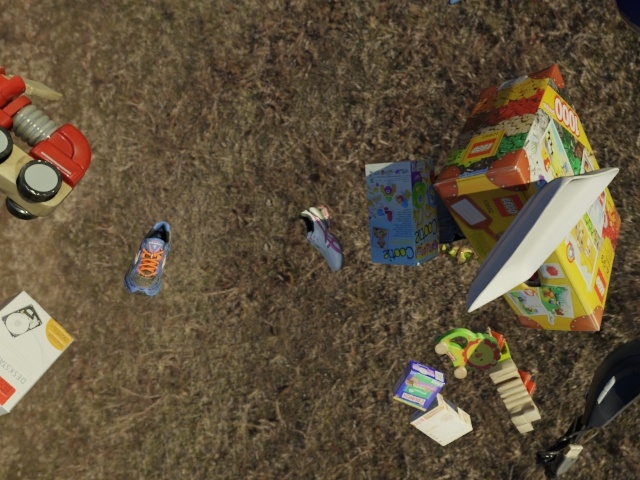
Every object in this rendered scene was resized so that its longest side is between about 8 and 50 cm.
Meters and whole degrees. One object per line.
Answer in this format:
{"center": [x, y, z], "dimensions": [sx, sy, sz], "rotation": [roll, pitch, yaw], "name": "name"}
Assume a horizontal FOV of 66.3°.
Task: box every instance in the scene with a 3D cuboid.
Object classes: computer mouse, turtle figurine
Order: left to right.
{"center": [0.517, 0.048, 1.779], "dimensions": [0.217, 0.269, 0.087], "rotation": [12, 85, 31], "name": "turtle figurine"}
{"center": [0.392, 0.231, 0.697], "dimensions": [0.060, 0.184, 0.262], "rotation": [44, 136, 28], "name": "computer mouse"}

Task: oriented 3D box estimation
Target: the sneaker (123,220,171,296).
{"center": [-0.385, 0.037, 1.104], "dimensions": [0.221, 0.083, 0.087], "rotation": [-98, 27, -49], "name": "sneaker"}

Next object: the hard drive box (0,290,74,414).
{"center": [-0.747, 0.268, 1.172], "dimensions": [0.089, 0.232, 0.181], "rotation": [-22, 116, 28], "name": "hard drive box"}

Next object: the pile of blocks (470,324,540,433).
{"center": [0.627, 0.436, 1.615], "dimensions": [0.112, 0.149, 0.362], "rotation": [-28, 79, 20], "name": "pile of blocks"}

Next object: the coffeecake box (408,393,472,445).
{"center": [0.445, 0.666, 1.826], "dimensions": [0.142, 0.185, 0.068], "rotation": [-42, 21, 25], "name": "coffeecake box"}

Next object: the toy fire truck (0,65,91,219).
{"center": [-0.466, -0.182, 0.789], "dimensions": [0.158, 0.217, 0.246], "rotation": [-24, 32, 47], "name": "toy fire truck"}

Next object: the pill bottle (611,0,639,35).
{"center": [0.197, -0.209, 0.232], "dimensions": [0.153, 0.264, 0.153], "rotation": [-6, 81, 40], "name": "pill bottle"}

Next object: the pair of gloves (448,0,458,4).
{"center": [0.277, -0.568, 0.948], "dimensions": [0.023, 0.159, 0.198], "rotation": [-102, 1, -55], "name": "pair of gloves"}

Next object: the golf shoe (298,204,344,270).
{"center": [0.000, 0.000, 1.310], "dimensions": [0.067, 0.085, 0.186], "rotation": [-39, 72, 56], "name": "golf shoe"}

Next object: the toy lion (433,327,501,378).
{"center": [0.266, 0.194, 0.873], "dimensions": [0.096, 0.034, 0.100], "rotation": [-35, 104, 21], "name": "toy lion"}

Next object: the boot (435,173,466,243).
{"center": [0.470, -0.135, 1.481], "dimensions": [0.338, 0.118, 0.223], "rotation": [-37, 65, 46], "name": "boot"}

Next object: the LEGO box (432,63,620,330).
{"center": [0.518, -0.086, 1.171], "dimensions": [0.193, 0.500, 0.373], "rotation": [-8, 41, 46], "name": "LEGO box"}

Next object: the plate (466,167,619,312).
{"center": [0.379, -0.014, 0.860], "dimensions": [0.045, 0.277, 0.278], "rotation": [46, 128, 28], "name": "plate"}

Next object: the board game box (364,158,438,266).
{"center": [0.229, -0.081, 1.363], "dimensions": [0.144, 0.142, 0.276], "rotation": [3, 102, 39], "name": "board game box"}

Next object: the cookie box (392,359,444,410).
{"center": [0.242, 0.360, 1.215], "dimensions": [0.091, 0.040, 0.107], "rotation": [22, 121, -2], "name": "cookie box"}
